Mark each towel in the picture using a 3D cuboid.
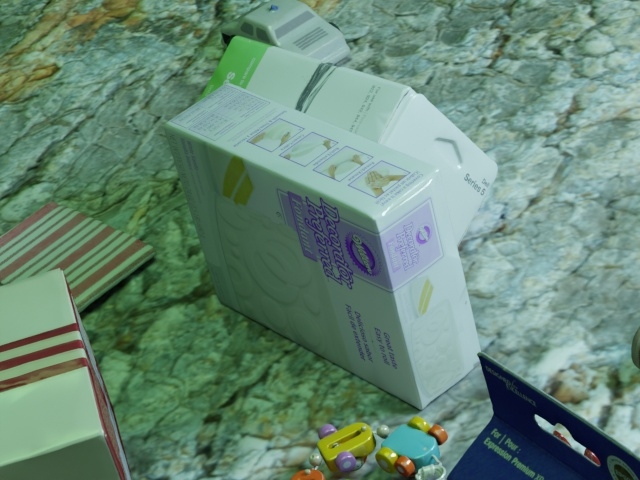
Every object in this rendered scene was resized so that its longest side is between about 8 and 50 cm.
[{"bbox_3d":[-0.301,0.025,2.195,0.197,0.029,0.144,22,49,39],"label":"towel"}]

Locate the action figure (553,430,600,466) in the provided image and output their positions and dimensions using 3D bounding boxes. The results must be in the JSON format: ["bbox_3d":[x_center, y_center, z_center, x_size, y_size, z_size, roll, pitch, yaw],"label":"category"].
[{"bbox_3d":[0.093,0.241,1.555,0.280,0.139,0.091,-42,18,-8],"label":"action figure"}]

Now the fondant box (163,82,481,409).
[{"bbox_3d":[0.000,0.000,1.919,0.096,0.238,0.330,-36,39,-28],"label":"fondant box"}]

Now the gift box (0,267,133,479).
[{"bbox_3d":[-0.318,0.199,1.763,0.258,0.255,0.276,-18,40,-6],"label":"gift box"}]

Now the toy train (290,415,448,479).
[{"bbox_3d":[0.042,0.222,1.764,0.166,0.046,0.125,-10,36,14],"label":"toy train"}]

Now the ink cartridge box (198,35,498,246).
[{"bbox_3d":[0.027,-0.106,2.073,0.273,0.198,0.115,22,80,42],"label":"ink cartridge box"}]

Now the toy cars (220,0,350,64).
[{"bbox_3d":[-0.055,-0.219,2.383,0.176,0.087,0.393,-10,35,8],"label":"toy cars"}]

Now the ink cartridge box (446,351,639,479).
[{"bbox_3d":[0.185,0.264,1.356,0.069,0.371,0.176,-31,36,-21],"label":"ink cartridge box"}]

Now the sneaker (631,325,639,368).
[{"bbox_3d":[0.384,0.074,1.812,0.188,0.066,0.071,-30,38,-18],"label":"sneaker"}]
